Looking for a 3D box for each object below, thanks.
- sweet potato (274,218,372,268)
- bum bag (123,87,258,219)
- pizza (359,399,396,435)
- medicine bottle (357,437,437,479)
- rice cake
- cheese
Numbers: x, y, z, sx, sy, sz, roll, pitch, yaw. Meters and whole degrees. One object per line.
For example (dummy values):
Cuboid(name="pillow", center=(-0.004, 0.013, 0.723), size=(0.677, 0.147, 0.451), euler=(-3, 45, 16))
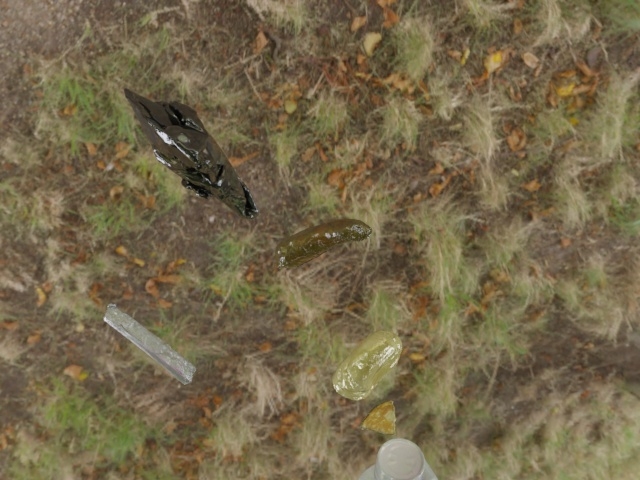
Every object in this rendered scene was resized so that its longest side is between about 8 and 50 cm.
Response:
Cuboid(name="sweet potato", center=(0.000, 0.000, 1.346), size=(0.274, 0.075, 0.075), euler=(-21, 132, 36))
Cuboid(name="bum bag", center=(-0.159, -0.104, 0.789), size=(0.074, 0.137, 0.310), euler=(-41, 166, -3))
Cuboid(name="pizza", center=(0.174, 0.513, 1.710), size=(0.123, 0.108, 0.026), euler=(-40, 132, -2))
Cuboid(name="medicine bottle", center=(0.106, 0.360, 0.877), size=(0.119, 0.069, 0.183), euler=(-16, 136, -19))
Cuboid(name="rice cake", center=(-0.411, 0.249, 1.470), size=(0.270, 0.049, 0.055), euler=(39, 155, -3))
Cuboid(name="cheese", center=(0.131, 0.341, 1.701), size=(0.226, 0.117, 0.214), euler=(-49, 163, -3))
